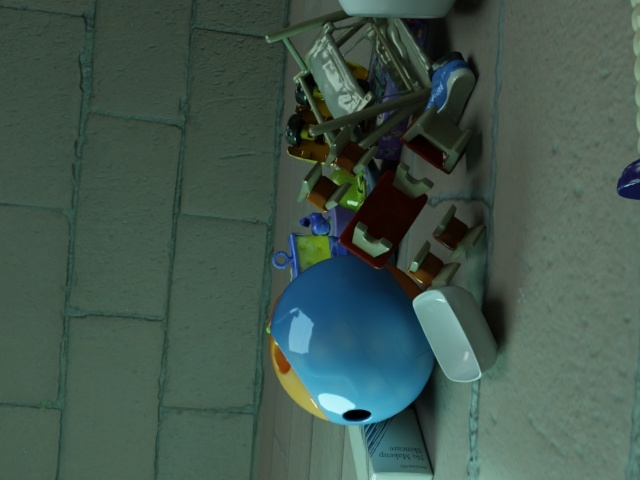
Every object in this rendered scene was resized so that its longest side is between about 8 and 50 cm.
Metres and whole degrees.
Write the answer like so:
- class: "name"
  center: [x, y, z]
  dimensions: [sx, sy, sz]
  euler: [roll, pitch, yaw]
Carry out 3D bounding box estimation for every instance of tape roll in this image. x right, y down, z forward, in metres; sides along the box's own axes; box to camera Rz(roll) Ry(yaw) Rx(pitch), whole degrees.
- class: "tape roll"
  center: [0.055, 0.002, 1.974]
  dimensions: [0.189, 0.080, 0.189]
  euler: [-176, 90, -80]

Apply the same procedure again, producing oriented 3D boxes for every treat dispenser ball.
- class: "treat dispenser ball"
  center: [0.055, 0.168, 1.365]
  dimensions: [0.288, 0.288, 0.288]
  euler: [-176, 90, -79]

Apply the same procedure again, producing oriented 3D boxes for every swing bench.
- class: "swing bench"
  center: [0.072, -0.317, 1.503]
  dimensions: [0.253, 0.254, 0.165]
  euler: [67, -170, 27]

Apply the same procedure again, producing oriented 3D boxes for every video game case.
- class: "video game case"
  center: [0.114, -0.087, 1.713]
  dimensions: [0.274, 0.026, 0.196]
  euler: [-107, 7, -60]

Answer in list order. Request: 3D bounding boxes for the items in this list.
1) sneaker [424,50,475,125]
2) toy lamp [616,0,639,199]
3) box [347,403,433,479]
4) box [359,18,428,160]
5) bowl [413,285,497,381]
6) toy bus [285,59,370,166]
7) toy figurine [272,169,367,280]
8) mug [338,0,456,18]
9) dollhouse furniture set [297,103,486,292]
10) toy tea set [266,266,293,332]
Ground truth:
- class: "sneaker"
  center: [0.205, -0.247, 1.345]
  dimensions: [0.152, 0.058, 0.085]
  euler: [113, 153, -46]
- class: "toy lamp"
  center: [0.309, -0.180, 0.752]
  dimensions: [0.080, 0.080, 0.275]
  euler: [133, 139, -73]
- class: "box"
  center: [0.115, 0.347, 1.457]
  dimensions: [0.275, 0.113, 0.094]
  euler: [-104, 23, -55]
- class: "box"
  center: [0.147, -0.343, 1.689]
  dimensions: [0.201, 0.057, 0.293]
  euler: [-106, 23, -59]
- class: "bowl"
  center: [0.200, 0.129, 1.156]
  dimensions: [0.142, 0.053, 0.142]
  euler: [64, 165, 5]
- class: "toy bus"
  center: [0.022, -0.260, 1.735]
  dimensions: [0.211, 0.149, 0.220]
  euler: [42, -119, -82]
- class: "toy figurine"
  center: [0.000, 0.000, 1.702]
  dimensions: [0.191, 0.217, 0.363]
  euler: [94, 168, -82]
- class: "mug"
  center: [0.160, -0.523, 1.261]
  dimensions: [0.374, 0.276, 0.328]
  euler: [18, 111, 47]
- class: "dollhouse furniture set"
  center: [0.129, -0.075, 1.260]
  dimensions: [0.259, 0.262, 0.135]
  euler: [-54, -1, -19]
- class: "toy tea set"
  center: [-0.004, 0.160, 1.921]
  dimensions: [0.336, 0.200, 0.124]
  euler: [117, 164, -50]
